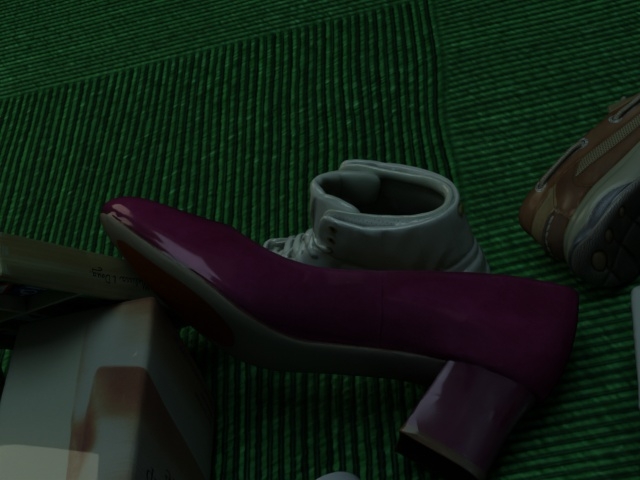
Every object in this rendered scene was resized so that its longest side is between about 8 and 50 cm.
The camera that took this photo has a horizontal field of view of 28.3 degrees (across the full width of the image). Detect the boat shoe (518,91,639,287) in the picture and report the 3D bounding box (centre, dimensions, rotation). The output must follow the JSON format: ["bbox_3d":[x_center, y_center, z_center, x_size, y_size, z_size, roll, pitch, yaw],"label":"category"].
[{"bbox_3d":[0.304,-0.095,1.129,0.324,0.123,0.116,-37,40,-21],"label":"boat shoe"}]

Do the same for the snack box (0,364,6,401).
[{"bbox_3d":[-0.419,0.207,1.095,0.322,0.060,0.187,-25,62,-5],"label":"snack box"}]

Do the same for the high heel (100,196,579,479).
[{"bbox_3d":[0.015,0.030,1.019,0.377,0.127,0.181,33,69,4],"label":"high heel"}]

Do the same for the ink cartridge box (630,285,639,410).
[{"bbox_3d":[0.355,0.104,0.782,0.308,0.091,0.385,-7,15,14],"label":"ink cartridge box"}]

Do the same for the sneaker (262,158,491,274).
[{"bbox_3d":[0.000,0.000,1.112,0.293,0.169,0.108,-3,45,22],"label":"sneaker"}]

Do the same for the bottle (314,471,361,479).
[{"bbox_3d":[0.072,0.261,0.825,0.092,0.118,0.283,-32,42,-13],"label":"bottle"}]

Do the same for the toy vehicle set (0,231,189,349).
[{"bbox_3d":[-0.230,0.053,1.068,0.166,0.267,0.035,-19,71,29],"label":"toy vehicle set"}]

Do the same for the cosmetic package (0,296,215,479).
[{"bbox_3d":[-0.169,0.204,0.969,0.129,0.153,0.296,-13,42,11],"label":"cosmetic package"}]
